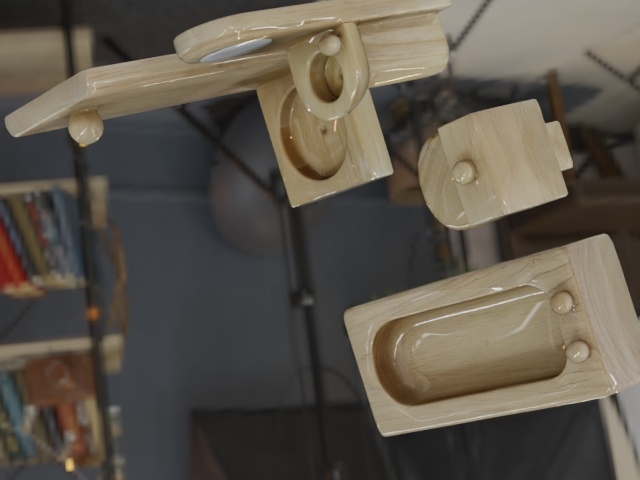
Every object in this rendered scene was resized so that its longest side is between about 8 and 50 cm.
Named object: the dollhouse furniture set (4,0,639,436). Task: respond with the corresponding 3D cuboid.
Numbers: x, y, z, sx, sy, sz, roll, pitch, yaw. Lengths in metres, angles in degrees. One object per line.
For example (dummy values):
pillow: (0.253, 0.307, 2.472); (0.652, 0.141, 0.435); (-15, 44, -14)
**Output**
dollhouse furniture set: (0.000, 0.000, 0.512); (0.123, 0.151, 0.144); (-16, 178, -41)
